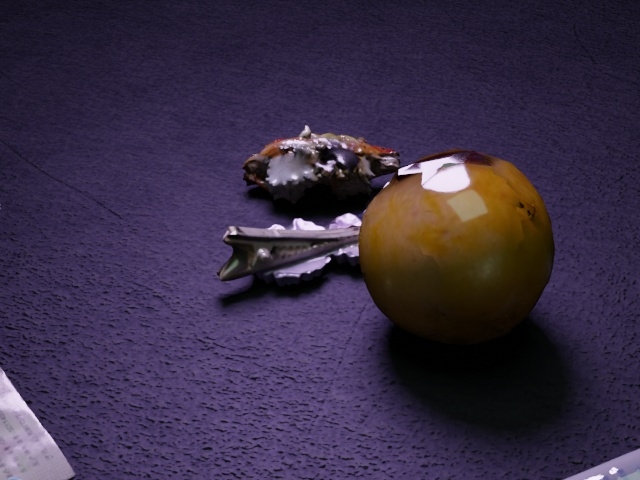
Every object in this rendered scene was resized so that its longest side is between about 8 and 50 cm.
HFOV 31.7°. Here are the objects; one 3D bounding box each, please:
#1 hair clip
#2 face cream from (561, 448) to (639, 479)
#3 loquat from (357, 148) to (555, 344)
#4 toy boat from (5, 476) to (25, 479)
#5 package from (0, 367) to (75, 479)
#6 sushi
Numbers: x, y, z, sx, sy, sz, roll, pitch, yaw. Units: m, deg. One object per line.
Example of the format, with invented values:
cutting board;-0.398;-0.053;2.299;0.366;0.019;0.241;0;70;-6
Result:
hair clip;0.000;0.000;1.459;0.292;0.084;0.106;-10;32;-21
face cream;0.356;0.273;1.060;0.420;0.137;0.235;-18;40;-10
loquat;0.157;0.008;1.314;0.235;0.235;0.235;0;36;0
toy boat;-0.213;0.301;0.981;0.332;0.145;0.133;13;45;23
package;-0.411;0.210;1.187;0.204;0.062;0.251;-30;49;-32
sushi;0.003;-0.105;1.579;0.226;0.097;0.103;-7;40;-6
